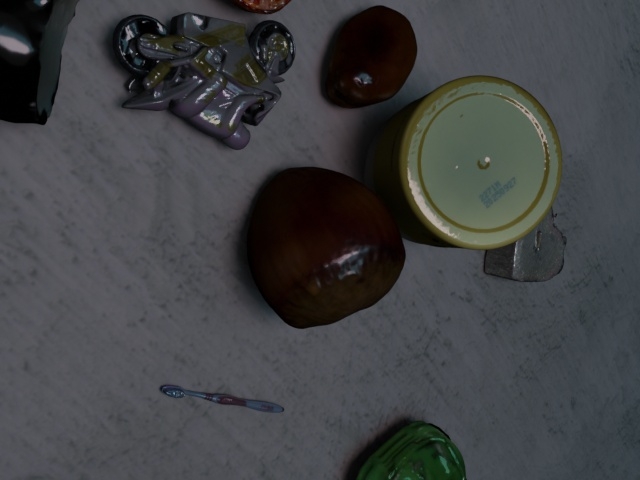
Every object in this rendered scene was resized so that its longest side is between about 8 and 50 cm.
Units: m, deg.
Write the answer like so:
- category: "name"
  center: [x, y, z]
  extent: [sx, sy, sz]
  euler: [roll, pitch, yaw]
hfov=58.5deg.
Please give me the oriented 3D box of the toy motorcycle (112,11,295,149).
- category: "toy motorcycle"
  center: [-0.122, -0.180, 0.662]
  extent: [0.225, 0.073, 0.152]
  euler: [-12, 107, -35]

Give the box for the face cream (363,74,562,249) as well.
- category: "face cream"
  center: [0.185, -0.098, 0.783]
  extent: [0.218, 0.179, 0.218]
  euler: [0, 92, -10]

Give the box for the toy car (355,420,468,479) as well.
- category: "toy car"
  center: [0.185, 0.482, 0.928]
  extent: [0.213, 0.176, 0.358]
  euler: [-27, 112, -31]

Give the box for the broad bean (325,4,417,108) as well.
- category: "broad bean"
  center: [0.072, -0.251, 0.785]
  extent: [0.114, 0.084, 0.165]
  euler: [37, 70, -32]

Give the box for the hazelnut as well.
- category: "hazelnut"
  center: [0.000, 0.000, 0.723]
  extent: [0.208, 0.208, 0.208]
  euler: [-6, 101, -35]

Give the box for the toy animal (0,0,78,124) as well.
- category: "toy animal"
  center: [-0.310, -0.198, 0.494]
  extent: [0.179, 0.138, 0.166]
  euler: [13, 70, -29]

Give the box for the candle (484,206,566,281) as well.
- category: "candle"
  center: [0.375, 0.010, 1.055]
  extent: [0.168, 0.068, 0.192]
  euler: [-44, 120, -23]

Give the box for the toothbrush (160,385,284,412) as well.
- category: "toothbrush"
  center: [-0.122, 0.213, 0.759]
  extent: [0.193, 0.019, 0.013]
  euler: [23, 83, -38]

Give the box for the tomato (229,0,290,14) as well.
- category: "tomato"
  center: [-0.082, -0.348, 0.664]
  extent: [0.156, 0.069, 0.155]
  euler: [-12, 111, -32]
